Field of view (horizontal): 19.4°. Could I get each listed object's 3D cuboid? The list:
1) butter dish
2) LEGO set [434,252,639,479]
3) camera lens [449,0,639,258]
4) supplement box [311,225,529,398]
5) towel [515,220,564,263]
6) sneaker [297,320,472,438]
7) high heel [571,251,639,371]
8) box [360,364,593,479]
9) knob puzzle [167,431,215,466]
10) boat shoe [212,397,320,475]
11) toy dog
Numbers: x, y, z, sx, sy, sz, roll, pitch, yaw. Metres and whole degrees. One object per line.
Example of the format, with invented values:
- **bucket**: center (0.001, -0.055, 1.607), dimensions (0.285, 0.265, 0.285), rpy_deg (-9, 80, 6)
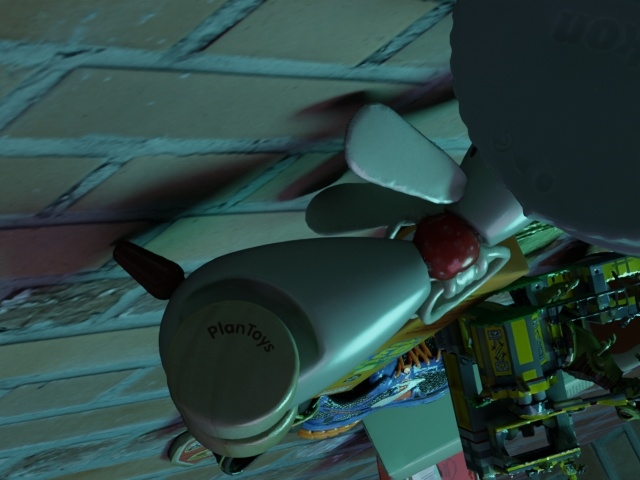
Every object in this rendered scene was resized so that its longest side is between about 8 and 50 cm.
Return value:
- **butter dish**: center (0.135, 0.278, 2.458), dimensions (0.159, 0.118, 0.160), rpy_deg (-23, 124, -15)
- **LEGO set**: center (0.256, 0.124, 1.651), dimensions (0.331, 0.192, 0.255), rpy_deg (-16, -173, -22)
- **camera lens**: center (0.218, -0.098, 1.022), dimensions (0.219, 0.219, 0.274), rpy_deg (-33, 164, 26)
- **supplement box**: center (0.062, 0.051, 1.575), dimensions (0.078, 0.080, 0.233), rpy_deg (-7, 159, -47)
- **towel**: center (0.169, 0.007, 1.709), dimensions (0.110, 0.027, 0.148), rpy_deg (-19, 164, -29)
- **sneaker**: center (0.066, 0.128, 1.861), dimensions (0.221, 0.083, 0.087), rpy_deg (-27, 158, -12)
- **high heel**: center (0.335, 0.070, 1.987), dimensions (0.181, 0.127, 0.377), rpy_deg (-9, 178, -25)
- **box**: center (0.188, 0.187, 2.250), dimensions (0.275, 0.094, 0.113), rpy_deg (-26, 166, 1)
- **knob puzzle**: center (-0.078, 0.202, 1.967), dimensions (0.213, 0.030, 0.213), rpy_deg (-24, 166, -7)
- **boat shoe**: center (-0.038, 0.153, 1.778), dimensions (0.081, 0.069, 0.228), rpy_deg (-14, 161, -41)
- **toy dog**: center (0.000, 0.000, 1.230), dimensions (0.333, 0.161, 0.220), rpy_deg (-35, 170, -33)
